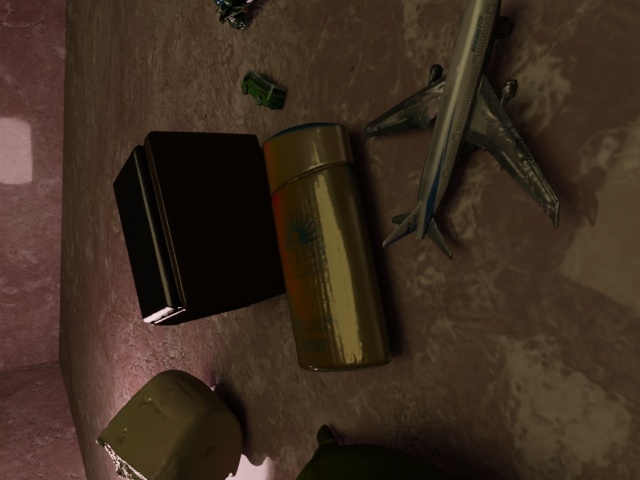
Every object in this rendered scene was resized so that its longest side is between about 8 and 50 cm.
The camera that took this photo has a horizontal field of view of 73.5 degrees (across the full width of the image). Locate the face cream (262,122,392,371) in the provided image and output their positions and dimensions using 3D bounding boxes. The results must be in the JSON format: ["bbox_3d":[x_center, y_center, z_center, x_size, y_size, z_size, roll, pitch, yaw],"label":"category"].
[{"bbox_3d":[0.000,0.000,0.492,0.139,0.067,0.285,-20,77,48],"label":"face cream"}]

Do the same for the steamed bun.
[{"bbox_3d":[-0.242,0.356,0.742,0.225,0.200,0.170,14,144,48],"label":"steamed bun"}]

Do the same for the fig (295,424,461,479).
[{"bbox_3d":[0.066,0.288,0.370,0.314,0.233,0.233,56,-159,-79],"label":"fig"}]

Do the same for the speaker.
[{"bbox_3d":[-0.162,-0.013,0.603,0.153,0.192,0.231,-25,77,48],"label":"speaker"}]

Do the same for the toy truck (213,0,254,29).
[{"bbox_3d":[-0.109,-0.370,0.595,0.154,0.078,0.080,-6,89,51],"label":"toy truck"}]

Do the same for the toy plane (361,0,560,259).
[{"bbox_3d":[0.109,-0.095,0.357,0.226,0.058,0.226,40,119,47],"label":"toy plane"}]

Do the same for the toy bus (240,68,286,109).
[{"bbox_3d":[-0.083,-0.215,0.611,0.083,0.031,0.037,46,121,38],"label":"toy bus"}]
